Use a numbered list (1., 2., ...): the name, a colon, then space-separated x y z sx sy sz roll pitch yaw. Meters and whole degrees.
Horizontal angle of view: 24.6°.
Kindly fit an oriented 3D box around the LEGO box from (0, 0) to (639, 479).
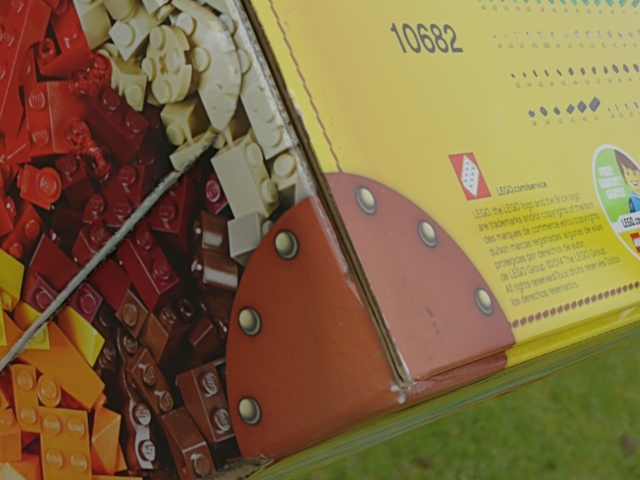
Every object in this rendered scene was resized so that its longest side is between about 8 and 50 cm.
1. LEGO box: 0.000 0.000 0.682 0.500 0.372 0.193 -10 75 -54
